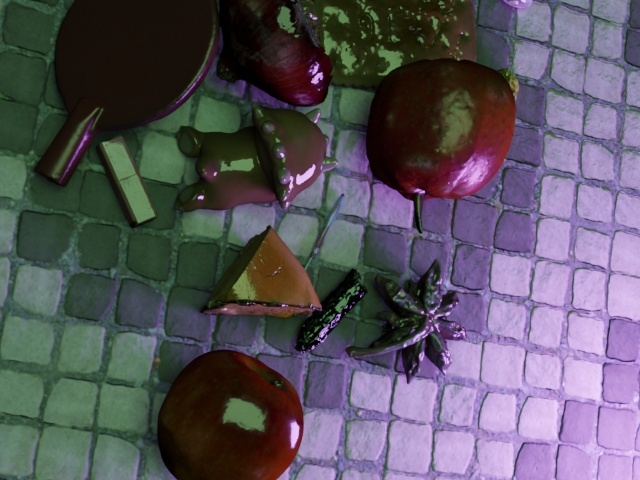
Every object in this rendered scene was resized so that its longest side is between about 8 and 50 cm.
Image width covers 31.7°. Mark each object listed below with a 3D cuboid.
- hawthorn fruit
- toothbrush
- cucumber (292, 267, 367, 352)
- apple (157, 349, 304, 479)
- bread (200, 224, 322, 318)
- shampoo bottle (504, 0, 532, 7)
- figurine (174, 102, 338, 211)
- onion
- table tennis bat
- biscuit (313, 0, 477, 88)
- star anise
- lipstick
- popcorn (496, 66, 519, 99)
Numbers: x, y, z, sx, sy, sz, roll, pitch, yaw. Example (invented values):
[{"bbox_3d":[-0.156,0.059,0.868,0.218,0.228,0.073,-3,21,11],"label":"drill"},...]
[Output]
[{"bbox_3d":[0.201,-0.156,1.923,0.254,0.254,0.300,9,82,-19],"label":"hawthorn fruit"},{"bbox_3d":[0.000,0.000,1.943,0.013,0.019,0.193,31,71,-13],"label":"toothbrush"},{"bbox_3d":[0.017,0.123,1.914,0.053,0.053,0.181,46,71,-8],"label":"cucumber"},{"bbox_3d":[-0.144,0.287,1.748,0.230,0.230,0.230,3,81,-20],"label":"apple"},{"bbox_3d":[-0.102,0.093,1.831,0.160,0.140,0.169,-40,97,-27],"label":"bread"},{"bbox_3d":[0.379,-0.489,2.144,0.072,0.043,0.099,23,75,-15],"label":"shampoo bottle"},{"bbox_3d":[-0.100,-0.137,1.844,0.247,0.173,0.177,3,81,-20],"label":"figurine"},{"bbox_3d":[-0.090,-0.331,1.855,0.195,0.272,0.272,-23,90,5],"label":"onion"},{"bbox_3d":[-0.323,-0.272,1.797,0.268,0.051,0.415,29,85,18],"label":"table tennis bat"},{"bbox_3d":[0.138,-0.377,2.039,0.324,0.044,0.217,2,80,-20],"label":"biscuit"},{"bbox_3d":[0.159,0.148,1.940,0.209,0.089,0.231,43,66,-8],"label":"star anise"},{"bbox_3d":[-0.315,-0.095,1.827,0.045,0.045,0.145,-25,90,-20],"label":"lipstick"},{"bbox_3d":[0.339,-0.278,2.089,0.068,0.059,0.083,-2,91,-20],"label":"popcorn"}]
